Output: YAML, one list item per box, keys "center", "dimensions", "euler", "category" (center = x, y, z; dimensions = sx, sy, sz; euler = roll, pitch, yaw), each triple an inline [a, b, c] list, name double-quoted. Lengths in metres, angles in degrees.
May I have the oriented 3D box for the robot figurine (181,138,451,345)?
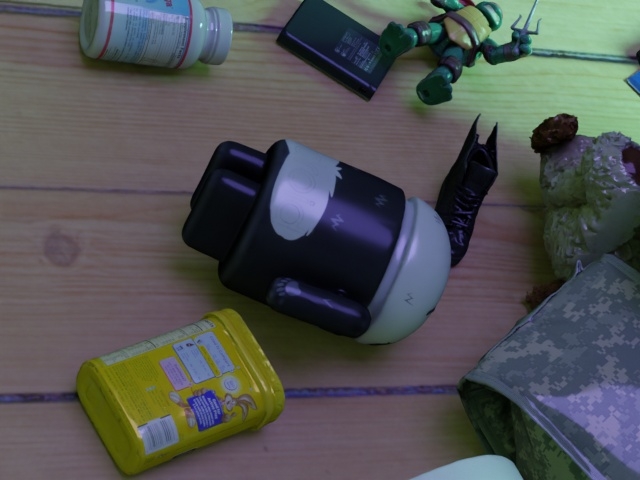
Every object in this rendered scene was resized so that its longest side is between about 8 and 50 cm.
- center: [-0.001, 0.003, 1.787]
  dimensions: [0.278, 0.173, 0.209]
  euler: [23, 72, -10]
  category: "robot figurine"

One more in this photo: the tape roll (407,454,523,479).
- center: [0.071, 0.305, 1.513]
  dimensions: [0.286, 0.286, 0.100]
  euler: [-14, 62, -34]
  category: "tape roll"

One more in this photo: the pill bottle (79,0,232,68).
- center: [-0.185, -0.240, 1.930]
  dimensions: [0.160, 0.087, 0.087]
  euler: [5, 54, -25]
  category: "pill bottle"

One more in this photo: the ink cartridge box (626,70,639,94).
- center: [0.575, -0.239, 2.338]
  dimensions: [0.165, 0.065, 0.333]
  euler: [47, 50, 11]
  category: "ink cartridge box"

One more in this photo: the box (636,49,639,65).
- center: [0.635, -0.126, 1.852]
  dimensions: [0.297, 0.480, 0.472]
  euler: [52, 21, -20]
  category: "box"

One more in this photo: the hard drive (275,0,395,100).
- center: [0.023, -0.238, 2.079]
  dimensions: [0.135, 0.022, 0.094]
  euler: [33, 47, -2]
  category: "hard drive"

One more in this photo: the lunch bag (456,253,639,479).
- center: [0.309, 0.179, 1.784]
  dimensions: [0.235, 0.169, 0.287]
  euler: [-38, 77, -25]
  category: "lunch bag"

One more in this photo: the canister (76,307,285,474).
- center: [-0.138, 0.147, 1.669]
  dimensions: [0.170, 0.073, 0.126]
  euler: [-18, 65, -35]
  category: "canister"

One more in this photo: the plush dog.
- center: [0.326, -0.030, 2.001]
  dimensions: [0.262, 0.210, 0.225]
  euler: [45, 25, -29]
  category: "plush dog"

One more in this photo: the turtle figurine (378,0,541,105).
- center: [0.180, -0.263, 2.116]
  dimensions: [0.175, 0.118, 0.234]
  euler: [38, 50, 14]
  category: "turtle figurine"

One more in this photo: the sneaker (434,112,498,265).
- center: [0.169, -0.058, 1.971]
  dimensions: [0.051, 0.089, 0.170]
  euler: [23, 48, -10]
  category: "sneaker"
